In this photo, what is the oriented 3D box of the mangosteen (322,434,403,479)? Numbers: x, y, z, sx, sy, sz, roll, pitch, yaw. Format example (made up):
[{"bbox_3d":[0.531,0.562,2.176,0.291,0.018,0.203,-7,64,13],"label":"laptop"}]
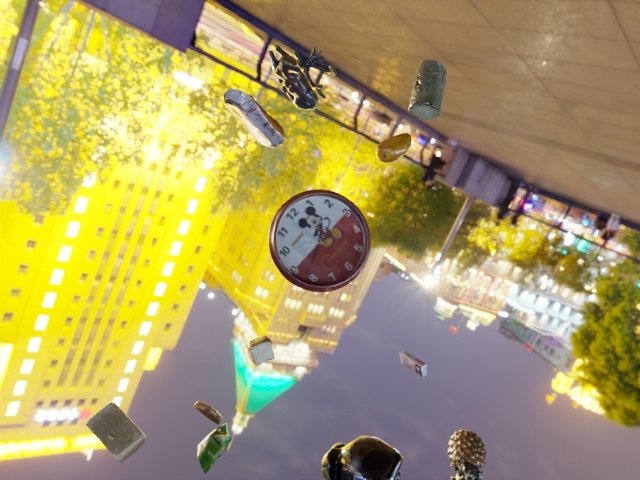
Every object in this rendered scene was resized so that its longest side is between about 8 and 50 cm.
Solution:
[{"bbox_3d":[0.125,0.696,1.413,0.243,0.242,0.243,23,-169,-5],"label":"mangosteen"}]

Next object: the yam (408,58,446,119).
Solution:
[{"bbox_3d":[0.366,-0.515,1.579,0.108,0.194,0.107,13,166,3],"label":"yam"}]

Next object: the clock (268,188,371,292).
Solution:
[{"bbox_3d":[0.000,0.000,1.429,0.319,0.318,0.080,23,173,-6],"label":"clock"}]

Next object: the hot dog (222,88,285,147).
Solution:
[{"bbox_3d":[-0.158,-0.297,1.145,0.108,0.059,0.191,16,163,37],"label":"hot dog"}]

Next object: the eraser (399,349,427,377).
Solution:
[{"bbox_3d":[0.343,0.455,1.733,0.029,0.052,0.122,-24,-156,-24],"label":"eraser"}]

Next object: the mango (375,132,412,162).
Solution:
[{"bbox_3d":[0.300,-0.374,1.887,0.115,0.165,0.089,-113,-2,-62],"label":"mango"}]

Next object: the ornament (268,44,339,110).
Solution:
[{"bbox_3d":[-0.025,-0.403,1.203,0.236,0.080,0.202,30,162,51],"label":"ornament"}]

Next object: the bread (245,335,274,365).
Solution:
[{"bbox_3d":[-0.194,0.347,1.500,0.083,0.076,0.070,-19,-158,-21],"label":"bread"}]

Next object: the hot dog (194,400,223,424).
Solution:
[{"bbox_3d":[-0.420,0.650,1.769,0.137,0.044,0.028,51,164,-24],"label":"hot dog"}]

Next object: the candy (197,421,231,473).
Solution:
[{"bbox_3d":[-0.380,0.722,1.665,0.078,0.141,0.203,59,161,-3],"label":"candy"}]

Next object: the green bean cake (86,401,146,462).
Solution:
[{"bbox_3d":[-0.684,0.642,1.572,0.179,0.109,0.085,38,151,16],"label":"green bean cake"}]

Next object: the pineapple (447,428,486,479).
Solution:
[{"bbox_3d":[0.418,0.665,1.337,0.125,0.125,0.251,25,-150,6],"label":"pineapple"}]
